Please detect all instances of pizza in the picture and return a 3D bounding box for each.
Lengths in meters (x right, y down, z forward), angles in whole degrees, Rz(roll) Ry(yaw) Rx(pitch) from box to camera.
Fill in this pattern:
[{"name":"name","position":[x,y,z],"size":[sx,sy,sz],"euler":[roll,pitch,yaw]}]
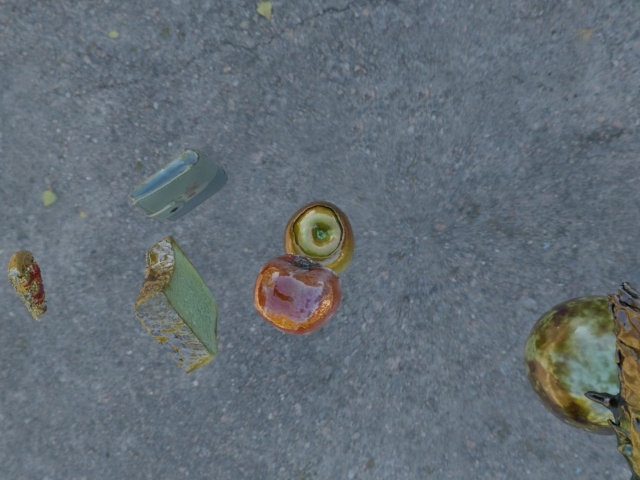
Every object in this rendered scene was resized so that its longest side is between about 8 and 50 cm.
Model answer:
[{"name":"pizza","position":[-0.774,0.124,1.469],"size":[0.062,0.188,0.198],"euler":[-14,112,-13]}]

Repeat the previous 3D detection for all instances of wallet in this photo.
[{"name":"wallet","position":[-0.409,-0.153,1.613],"size":[0.252,0.360,0.083],"euler":[-38,84,1]}]

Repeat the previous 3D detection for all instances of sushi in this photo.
[{"name":"sushi","position":[0.305,0.156,0.452],"size":[0.287,0.140,0.149],"euler":[30,101,-26]}]

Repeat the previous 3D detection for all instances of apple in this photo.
[{"name":"apple","position":[0.000,0.000,1.628],"size":[0.237,0.207,0.236],"euler":[1,84,-10]}]

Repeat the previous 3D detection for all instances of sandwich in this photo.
[{"name":"sandwich","position":[-0.256,0.116,0.992],"size":[0.065,0.214,0.186],"euler":[-28,116,4]}]

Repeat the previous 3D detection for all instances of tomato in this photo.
[{"name":"tomato","position":[-0.061,0.143,1.377],"size":[0.232,0.232,0.188],"euler":[15,106,10]}]

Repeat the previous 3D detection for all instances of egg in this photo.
[{"name":"egg","position":[0.482,0.219,0.971],"size":[0.238,0.289,0.238],"euler":[1,76,-4]}]
